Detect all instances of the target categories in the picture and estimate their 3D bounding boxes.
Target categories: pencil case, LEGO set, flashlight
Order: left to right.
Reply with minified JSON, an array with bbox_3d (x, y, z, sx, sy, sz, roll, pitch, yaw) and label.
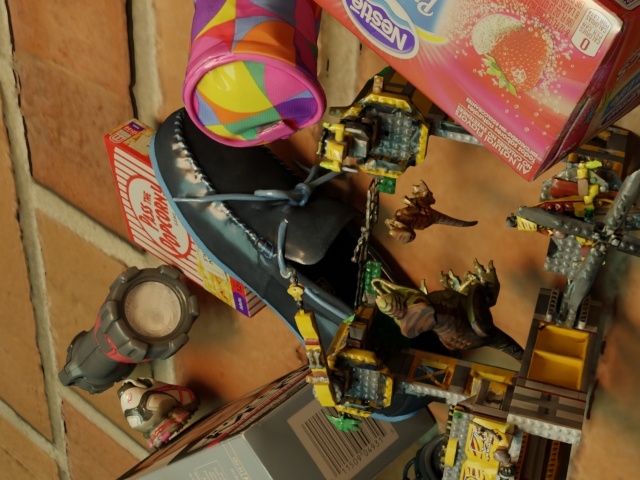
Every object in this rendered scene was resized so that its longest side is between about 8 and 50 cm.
[{"bbox_3d":[-0.224,0.111,1.258,0.103,0.103,0.304,22,157,-13],"label":"flashlight"},{"bbox_3d":[-0.039,-0.175,0.784,0.104,0.236,0.104,3,142,2],"label":"pencil case"},{"bbox_3d":[0.094,0.050,0.752,0.255,0.192,0.331,19,123,8],"label":"LEGO set"}]

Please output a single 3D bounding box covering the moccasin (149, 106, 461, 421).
[{"bbox_3d":[0.000,0.000,0.958,0.342,0.138,0.117,45,138,-5],"label":"moccasin"}]

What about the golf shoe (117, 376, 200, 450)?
[{"bbox_3d":[-0.189,0.187,1.269,0.086,0.067,0.186,47,175,2],"label":"golf shoe"}]

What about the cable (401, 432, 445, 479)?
[{"bbox_3d":[0.160,0.258,1.004,0.184,0.047,0.150,55,137,10],"label":"cable"}]

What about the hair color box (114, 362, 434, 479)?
[{"bbox_3d":[-0.073,0.231,1.120,0.113,0.185,0.374,57,142,1],"label":"hair color box"}]

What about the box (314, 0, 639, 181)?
[{"bbox_3d":[0.084,-0.174,0.630,0.257,0.128,0.122,43,141,18],"label":"box"}]

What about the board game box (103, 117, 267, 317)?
[{"bbox_3d":[-0.132,-0.024,1.116,0.193,0.045,0.147,30,144,33],"label":"board game box"}]
